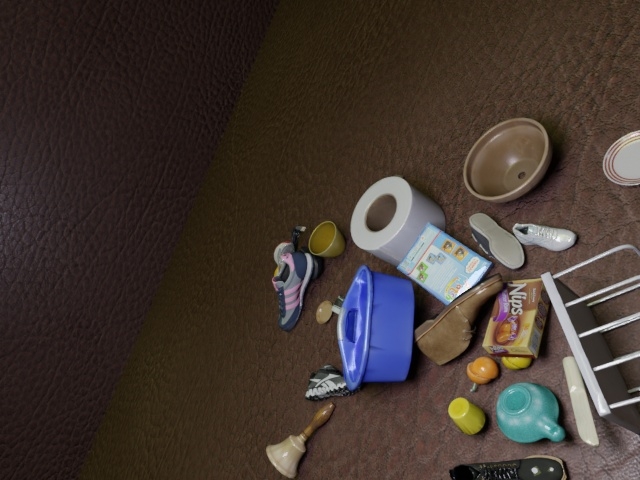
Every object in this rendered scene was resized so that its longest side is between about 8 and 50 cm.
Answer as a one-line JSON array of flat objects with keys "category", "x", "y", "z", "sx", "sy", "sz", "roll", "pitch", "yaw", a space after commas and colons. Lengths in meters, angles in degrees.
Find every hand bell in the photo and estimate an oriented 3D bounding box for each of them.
[{"category": "hand bell", "x": -0.040, "y": 0.596, "z": 1.490, "sx": 0.242, "sy": 0.126, "sz": 0.126, "roll": -47, "pitch": 35, "yaw": 0}]

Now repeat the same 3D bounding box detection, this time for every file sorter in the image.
[{"category": "file sorter", "x": 0.570, "y": 0.174, "z": 0.879, "sx": 0.173, "sy": 0.193, "sz": 0.277, "roll": -34, "pitch": 43, "yaw": 31}]

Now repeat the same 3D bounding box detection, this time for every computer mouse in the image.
[{"category": "computer mouse", "x": -0.045, "y": 0.039, "z": 1.862, "sx": 0.262, "sy": 0.060, "sz": 0.184, "roll": -159, "pitch": 69, "yaw": -63}]

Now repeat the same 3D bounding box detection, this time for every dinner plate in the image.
[{"category": "dinner plate", "x": 0.715, "y": -0.185, "z": 1.086, "sx": 0.141, "sy": 0.017, "sz": 0.141, "roll": -31, "pitch": 45, "yaw": 38}]

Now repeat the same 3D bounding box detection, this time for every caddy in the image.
[{"category": "caddy", "x": 0.134, "y": 0.239, "z": 1.326, "sx": 0.241, "sy": 0.179, "sz": 0.341, "roll": 121, "pitch": 157, "yaw": -72}]

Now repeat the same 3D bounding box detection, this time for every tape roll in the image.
[{"category": "tape roll", "x": 0.237, "y": -0.053, "z": 1.488, "sx": 0.246, "sy": 0.169, "sz": 0.246, "roll": -31, "pitch": 46, "yaw": 38}]

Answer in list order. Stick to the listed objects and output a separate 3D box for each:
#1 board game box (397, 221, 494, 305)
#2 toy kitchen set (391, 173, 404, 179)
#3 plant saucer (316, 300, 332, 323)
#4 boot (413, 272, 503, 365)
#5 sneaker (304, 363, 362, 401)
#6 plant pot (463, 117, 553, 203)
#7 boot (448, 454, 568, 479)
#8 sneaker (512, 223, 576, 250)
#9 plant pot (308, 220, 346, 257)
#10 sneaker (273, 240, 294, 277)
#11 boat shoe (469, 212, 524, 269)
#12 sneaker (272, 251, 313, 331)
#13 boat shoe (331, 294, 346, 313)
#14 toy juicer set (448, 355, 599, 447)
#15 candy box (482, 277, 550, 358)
[{"category": "board game box", "x": 0.338, "y": 0.071, "z": 1.324, "sx": 0.211, "sy": 0.039, "sz": 0.160, "roll": 39, "pitch": 100, "yaw": 35}, {"category": "toy kitchen set", "x": 0.270, "y": -0.172, "z": 1.658, "sx": 0.068, "sy": 0.075, "sz": 0.083, "roll": 19, "pitch": 120, "yaw": 20}, {"category": "plant saucer", "x": 0.018, "y": 0.254, "z": 1.701, "sx": 0.083, "sy": 0.015, "sz": 0.083, "roll": -31, "pitch": 44, "yaw": 37}, {"category": "boot", "x": 0.358, "y": 0.198, "z": 1.200, "sx": 0.115, "sy": 0.112, "sz": 0.305, "roll": 53, "pitch": 128, "yaw": 21}, {"category": "sneaker", "x": 0.037, "y": 0.431, "z": 1.499, "sx": 0.234, "sy": 0.078, "sz": 0.106, "roll": -29, "pitch": 49, "yaw": 42}, {"category": "plant pot", "x": 0.511, "y": -0.195, "z": 1.279, "sx": 0.237, "sy": 0.110, "sz": 0.237, "roll": -32, "pitch": 45, "yaw": 38}, {"category": "boot", "x": 0.375, "y": 0.475, "z": 0.972, "sx": 0.198, "sy": 0.137, "sz": 0.077, "roll": -35, "pitch": 43, "yaw": 34}, {"category": "sneaker", "x": 0.535, "y": -0.011, "z": 1.165, "sx": 0.152, "sy": 0.061, "sz": 0.053, "roll": 8, "pitch": 72, "yaw": 53}, {"category": "plant pot", "x": 0.038, "y": 0.010, "z": 1.767, "sx": 0.134, "sy": 0.095, "sz": 0.134, "roll": -29, "pitch": 46, "yaw": 34}, {"category": "sneaker", "x": -0.126, "y": 0.102, "z": 1.890, "sx": 0.093, "sy": 0.088, "sz": 0.225, "roll": 41, "pitch": 137, "yaw": 47}, {"category": "boat shoe", "x": 0.460, "y": 0.011, "z": 1.264, "sx": 0.075, "sy": 0.065, "sz": 0.206, "roll": -21, "pitch": 45, "yaw": -5}, {"category": "sneaker", "x": -0.131, "y": 0.188, "z": 1.790, "sx": 0.112, "sy": 0.131, "sz": 0.319, "roll": 35, "pitch": 114, "yaw": 57}, {"category": "boat shoe", "x": 0.110, "y": 0.221, "z": 1.548, "sx": 0.219, "sy": 0.078, "sz": 0.070, "roll": 12, "pitch": 78, "yaw": 57}, {"category": "toy juicer set", "x": 0.449, "y": 0.331, "z": 1.038, "sx": 0.329, "sy": 0.089, "sz": 0.209, "roll": -14, "pitch": 38, "yaw": 50}, {"category": "candy box", "x": 0.453, "y": 0.176, "z": 1.106, "sx": 0.109, "sy": 0.053, "sz": 0.186, "roll": -12, "pitch": 41, "yaw": 49}]
